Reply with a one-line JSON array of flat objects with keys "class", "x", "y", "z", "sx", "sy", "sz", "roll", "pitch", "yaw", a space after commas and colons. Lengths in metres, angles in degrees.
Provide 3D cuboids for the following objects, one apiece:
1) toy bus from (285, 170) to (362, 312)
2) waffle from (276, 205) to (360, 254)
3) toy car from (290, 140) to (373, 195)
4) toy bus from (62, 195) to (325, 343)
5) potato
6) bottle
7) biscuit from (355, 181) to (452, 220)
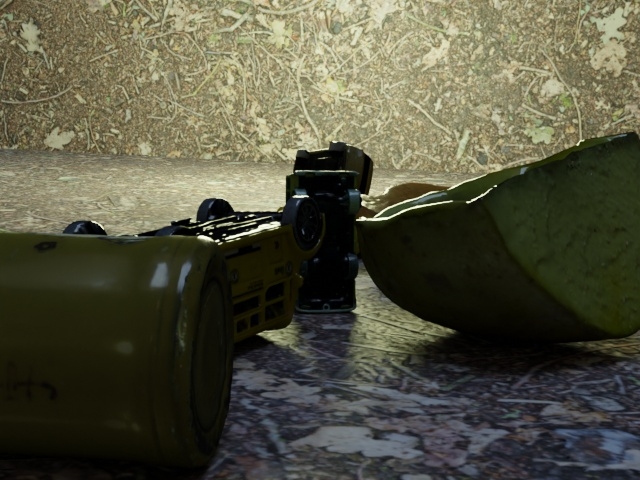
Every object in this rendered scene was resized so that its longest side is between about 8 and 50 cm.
[{"class": "toy bus", "x": 0.000, "y": 0.000, "z": 1.275, "sx": 0.088, "sy": 0.174, "sz": 0.101, "roll": 0, "pitch": 3, "yaw": -14}, {"class": "waffle", "x": 0.049, "y": -0.023, "z": 1.763, "sx": 0.329, "sy": 0.062, "sz": 0.329, "roll": 2, "pitch": 10, "yaw": 0}, {"class": "toy car", "x": 0.031, "y": -0.115, "z": 1.850, "sx": 0.124, "sy": 0.101, "sz": 0.257, "roll": 11, "pitch": -3, "yaw": -23}, {"class": "toy bus", "x": -0.127, "y": 0.039, "z": 1.065, "sx": 0.145, "sy": 0.151, "sz": 0.331, "roll": 1, "pitch": 9, "yaw": 31}, {"class": "potato", "x": 0.198, "y": 0.030, "z": 1.161, "sx": 0.330, "sy": 0.212, "sz": 0.280, "roll": -21, "pitch": 5, "yaw": -44}, {"class": "bottle", "x": -0.249, "y": 0.073, "z": 0.760, "sx": 0.351, "sy": 0.171, "sz": 0.171, "roll": 3, "pitch": 9, "yaw": 7}, {"class": "biscuit", "x": 0.260, "y": -0.003, "z": 1.567, "sx": 0.385, "sy": 0.062, "sz": 0.365, "roll": 20, "pitch": 18, "yaw": 27}]
